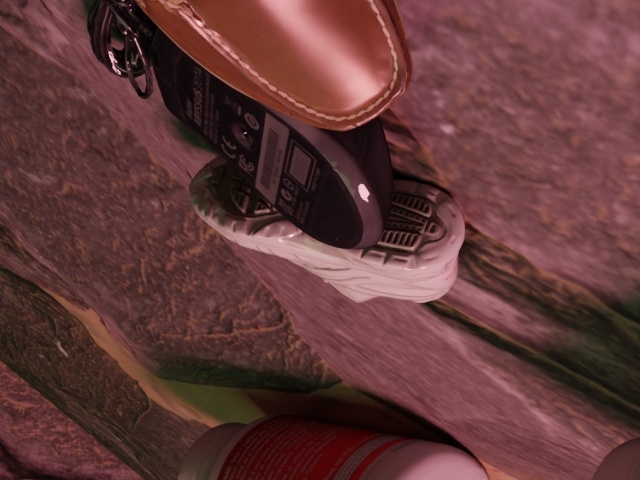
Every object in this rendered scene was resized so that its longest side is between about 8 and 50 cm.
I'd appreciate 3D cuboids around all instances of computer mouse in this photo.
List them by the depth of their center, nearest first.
[{"bbox_3d":[-0.044,-0.109,0.541,0.272,0.072,0.188,44,155,7],"label":"computer mouse"}]

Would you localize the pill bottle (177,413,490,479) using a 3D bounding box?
[{"bbox_3d":[-0.001,0.342,1.027,0.408,0.229,0.229,-2,136,48],"label":"pill bottle"}]

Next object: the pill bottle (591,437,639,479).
[{"bbox_3d":[0.321,0.174,0.473,0.188,0.188,0.334,38,152,-9],"label":"pill bottle"}]

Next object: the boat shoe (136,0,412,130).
[{"bbox_3d":[-0.075,-0.168,0.373,0.123,0.116,0.324,-41,111,15],"label":"boat shoe"}]

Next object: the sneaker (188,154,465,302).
[{"bbox_3d":[0.000,0.000,0.639,0.232,0.090,0.115,20,153,25],"label":"sneaker"}]
